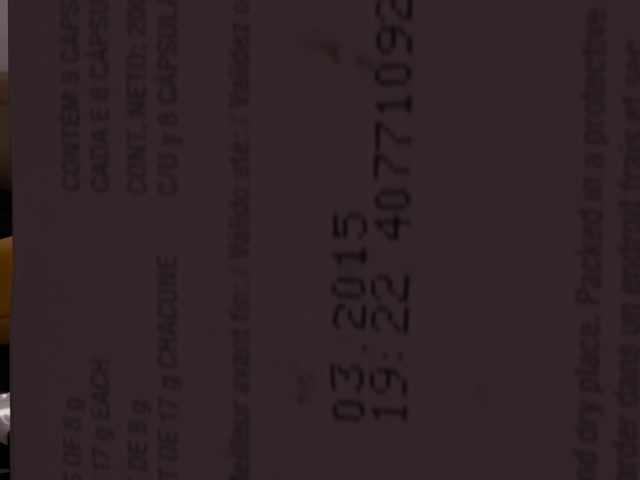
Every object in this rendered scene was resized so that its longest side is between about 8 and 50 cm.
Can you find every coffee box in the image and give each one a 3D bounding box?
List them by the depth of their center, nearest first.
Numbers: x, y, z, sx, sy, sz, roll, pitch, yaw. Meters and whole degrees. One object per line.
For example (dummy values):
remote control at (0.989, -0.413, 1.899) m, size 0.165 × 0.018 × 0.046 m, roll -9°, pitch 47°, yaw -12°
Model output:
coffee box at (0.157, -0.002, 0.480) m, size 0.338 × 0.337 × 0.334 m, roll 5°, pitch 8°, yaw 30°

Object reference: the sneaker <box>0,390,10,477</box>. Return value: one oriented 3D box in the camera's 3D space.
sneaker at (-0.127, 0.075, 0.725) m, size 0.109 × 0.040 × 0.044 m, roll 11°, pitch 27°, yaw 20°

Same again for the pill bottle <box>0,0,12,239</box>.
pill bottle at (-0.123, -0.095, 0.929) m, size 0.176 × 0.176 × 0.318 m, roll 10°, pitch -11°, yaw -1°

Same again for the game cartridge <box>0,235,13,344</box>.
game cartridge at (0.000, 0.000, 0.851) m, size 0.324 × 0.052 × 0.285 m, roll -15°, pitch -4°, yaw 33°
